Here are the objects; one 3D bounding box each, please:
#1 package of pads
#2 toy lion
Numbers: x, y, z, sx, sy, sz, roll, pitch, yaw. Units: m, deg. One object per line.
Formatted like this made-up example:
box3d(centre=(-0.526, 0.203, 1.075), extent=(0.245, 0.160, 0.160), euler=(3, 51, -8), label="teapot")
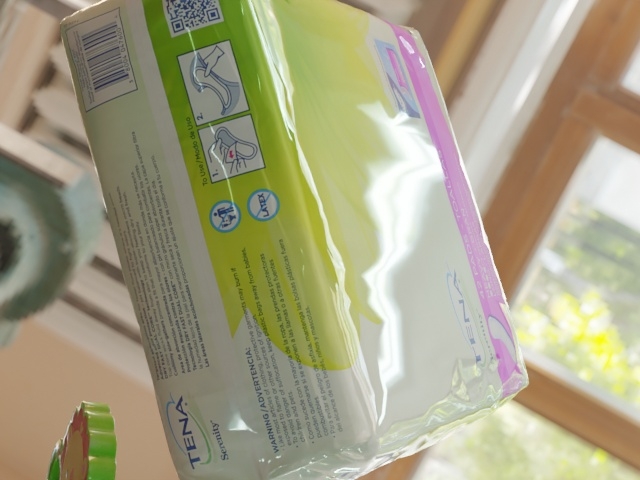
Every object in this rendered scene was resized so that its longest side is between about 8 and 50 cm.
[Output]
box3d(centre=(0.000, 0.000, 0.791), extent=(0.101, 0.229, 0.296), euler=(-18, 174, 20), label="package of pads")
box3d(centre=(-0.121, 0.125, 0.797), extent=(0.100, 0.034, 0.096), euler=(-158, -103, -70), label="toy lion")
